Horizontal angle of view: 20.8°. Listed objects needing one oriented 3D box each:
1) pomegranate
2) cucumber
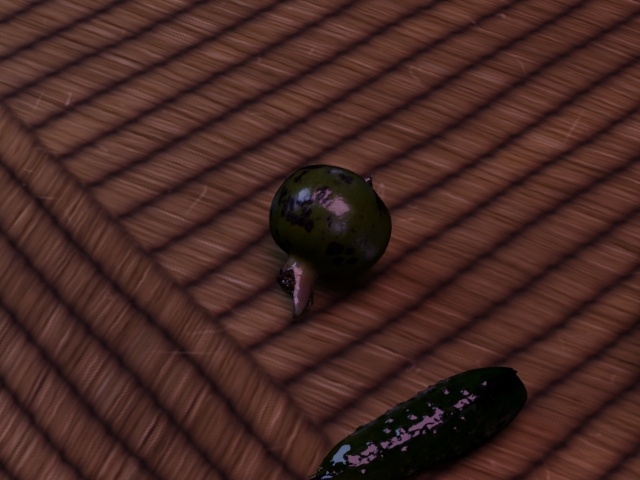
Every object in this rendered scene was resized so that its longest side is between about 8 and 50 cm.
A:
[{"bbox_3d":[0.000,0.000,1.667,0.122,0.122,0.161,25,80,12],"label":"pomegranate"},{"bbox_3d":[0.087,0.173,1.562,0.227,0.069,0.069,-25,58,-20],"label":"cucumber"}]
